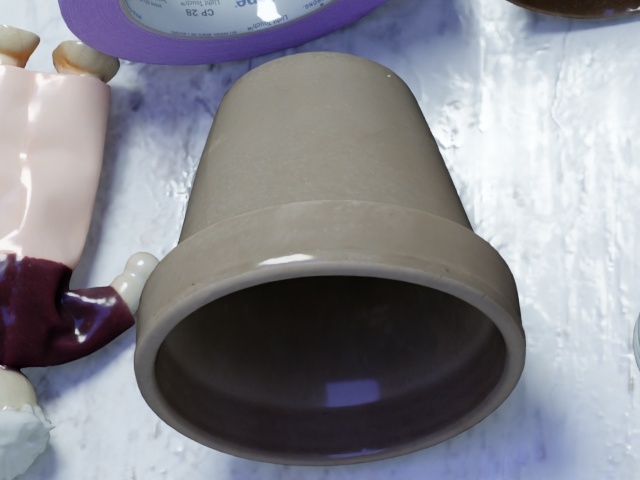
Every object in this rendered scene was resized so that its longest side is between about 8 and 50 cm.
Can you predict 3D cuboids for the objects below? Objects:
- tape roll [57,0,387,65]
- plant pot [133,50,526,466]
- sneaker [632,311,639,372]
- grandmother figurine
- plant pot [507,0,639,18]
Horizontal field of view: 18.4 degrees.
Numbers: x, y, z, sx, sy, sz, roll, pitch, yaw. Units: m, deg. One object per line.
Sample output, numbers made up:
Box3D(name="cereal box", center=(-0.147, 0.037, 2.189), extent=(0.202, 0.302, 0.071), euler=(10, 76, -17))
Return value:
Box3D(name="tape roll", center=(-0.061, -0.229, 1.430), extent=(0.275, 0.275, 0.090), euler=(-17, 71, 9))
Box3D(name="plant pot", center=(0.000, 0.000, 1.383), extent=(0.263, 0.263, 0.229), euler=(-12, 53, 10))
Box3D(name="sneaker", center=(0.316, 0.136, 1.293), extent=(0.114, 0.152, 0.305), euler=(-45, 70, -5))
Box3D(name="grandmother figurine", center=(-0.225, 0.019, 1.489), extent=(0.208, 0.104, 0.342), euler=(10, 80, -2))
Box3D(name="plant pot", center=(0.202, -0.319, 1.447), extent=(0.215, 0.215, 0.230), euler=(-9, 58, 11))
